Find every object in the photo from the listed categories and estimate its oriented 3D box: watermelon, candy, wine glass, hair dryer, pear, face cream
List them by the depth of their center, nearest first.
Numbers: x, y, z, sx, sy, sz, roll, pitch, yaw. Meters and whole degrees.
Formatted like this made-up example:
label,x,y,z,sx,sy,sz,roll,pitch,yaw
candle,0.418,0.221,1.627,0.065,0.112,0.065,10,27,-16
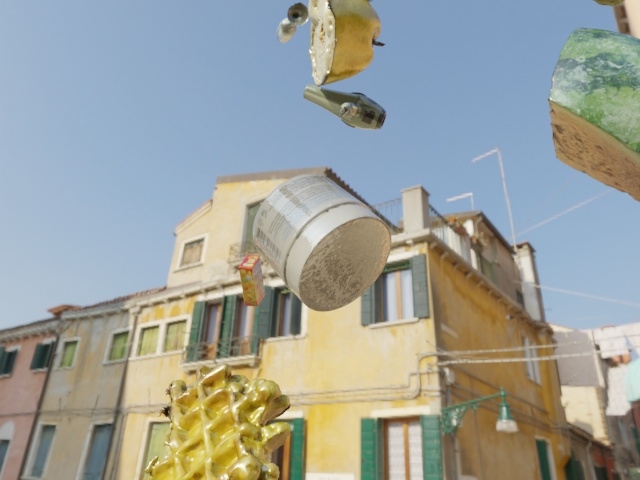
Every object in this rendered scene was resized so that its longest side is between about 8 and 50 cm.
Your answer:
label,x,y,z,sx,sy,sz,roll,pitch,yaw
watermelon,0.385,-0.148,0.617,0.256,0.260,0.176,-28,-42,-32
face cream,0.000,0.000,0.798,0.177,0.153,0.177,-22,-47,-25
pear,0.068,-0.530,1.268,0.178,0.267,0.267,-7,-23,-16
candy,-0.174,0.103,1.273,0.038,0.062,0.122,5,-60,15
hair dryer,0.029,-0.357,1.283,0.229,0.092,0.267,28,18,24
wine glass,-0.103,-0.715,1.664,0.074,0.074,0.262,11,4,-16

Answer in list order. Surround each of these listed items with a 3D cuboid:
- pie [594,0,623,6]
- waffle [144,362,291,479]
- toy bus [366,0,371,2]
label,x,y,z,sx,sy,sz,roll,pitch,yaw
pie,0.524,-0.460,0.890,0.020,0.084,0.084,-27,-11,-30
waffle,-0.157,0.266,0.546,0.260,0.293,0.069,-8,-48,43
toy bus,0.157,-0.713,1.380,0.065,0.047,0.166,59,-17,-15
